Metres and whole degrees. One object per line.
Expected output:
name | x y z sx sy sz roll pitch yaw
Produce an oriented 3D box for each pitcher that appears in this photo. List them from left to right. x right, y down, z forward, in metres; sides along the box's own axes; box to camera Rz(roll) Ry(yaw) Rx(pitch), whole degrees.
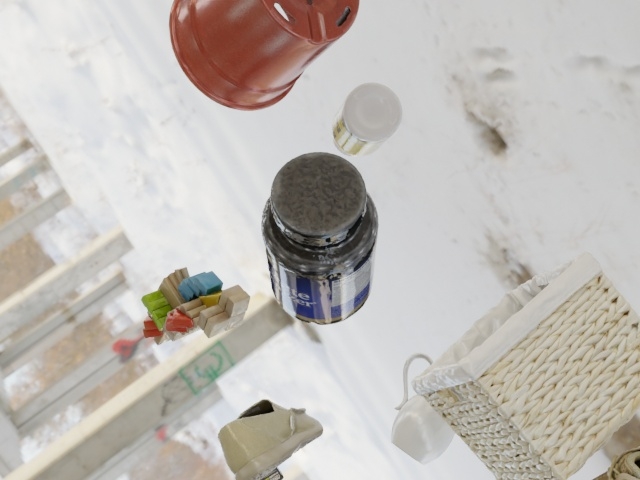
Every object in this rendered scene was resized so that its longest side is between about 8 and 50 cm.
pitcher | 0.222 0.359 1.865 0.178 0.207 0.125 29 169 30

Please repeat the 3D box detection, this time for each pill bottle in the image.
pill bottle | 0.000 0.000 0.927 0.123 0.123 0.219 48 164 21
pill bottle | 0.088 -0.239 1.770 0.119 0.119 0.208 54 169 0

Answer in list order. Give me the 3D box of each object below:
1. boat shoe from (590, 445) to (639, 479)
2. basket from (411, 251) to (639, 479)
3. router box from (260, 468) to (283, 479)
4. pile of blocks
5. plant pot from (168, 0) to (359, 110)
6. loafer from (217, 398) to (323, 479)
boat shoe | 0.504 0.375 1.376 0.098 0.302 0.109 44 -153 -23
basket | 0.396 0.239 1.574 0.266 0.331 0.328 49 162 5
router box | -0.135 0.479 1.639 0.038 0.122 0.092 53 150 18
pile of blocks | -0.291 0.137 1.782 0.362 0.113 0.149 -17 93 51
plant pot | -0.085 -0.391 1.494 0.272 0.272 0.265 56 149 -11
loafer | -0.070 0.273 1.239 0.092 0.102 0.268 56 -172 8
